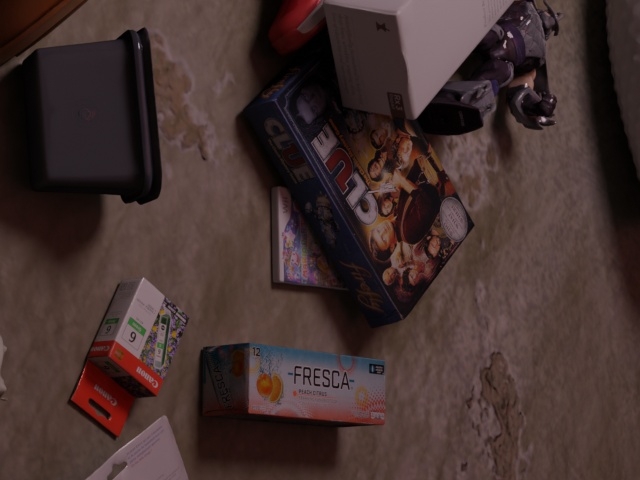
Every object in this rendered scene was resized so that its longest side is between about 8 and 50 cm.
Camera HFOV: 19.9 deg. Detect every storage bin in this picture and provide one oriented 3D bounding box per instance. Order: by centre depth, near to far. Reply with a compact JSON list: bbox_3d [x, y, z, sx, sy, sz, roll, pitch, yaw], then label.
[{"bbox_3d":[-0.184,-0.095,1.429,0.091,0.098,0.135,-3,86,-21],"label":"storage bin"}]

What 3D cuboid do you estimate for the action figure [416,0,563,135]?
[{"bbox_3d":[0.178,-0.189,1.845,0.285,0.099,0.185,-33,103,-50],"label":"action figure"}]

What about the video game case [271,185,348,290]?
[{"bbox_3d":[0.000,0.000,1.673,0.122,0.011,0.087,8,78,-48],"label":"video game case"}]

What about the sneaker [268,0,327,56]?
[{"bbox_3d":[-0.023,-0.281,1.662,0.128,0.087,0.221,37,58,-17],"label":"sneaker"}]

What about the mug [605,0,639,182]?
[{"bbox_3d":[0.466,-0.214,2.079,0.374,0.276,0.328,-11,84,-79],"label":"mug"}]

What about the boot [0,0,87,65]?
[{"bbox_3d":[-0.229,-0.297,1.383,0.220,0.109,0.283,36,93,-16],"label":"boot"}]

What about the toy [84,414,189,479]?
[{"bbox_3d":[-0.145,0.273,1.432,0.137,0.056,0.237,-39,118,-49],"label":"toy"}]

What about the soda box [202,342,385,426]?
[{"bbox_3d":[-0.021,0.128,1.593,0.183,0.058,0.063,12,75,-48],"label":"soda box"}]

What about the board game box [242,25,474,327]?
[{"bbox_3d":[0.041,-0.065,1.691,0.243,0.042,0.165,59,43,-19],"label":"board game box"}]

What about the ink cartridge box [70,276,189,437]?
[{"bbox_3d":[-0.153,0.094,1.470,0.063,0.029,0.115,44,53,-36],"label":"ink cartridge box"}]

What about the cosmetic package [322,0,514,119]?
[{"bbox_3d":[0.098,-0.224,1.668,0.231,0.085,0.117,-48,139,-39],"label":"cosmetic package"}]

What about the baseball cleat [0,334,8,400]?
[{"bbox_3d":[-0.287,0.151,1.293,0.109,0.072,0.206,21,63,-30],"label":"baseball cleat"}]
